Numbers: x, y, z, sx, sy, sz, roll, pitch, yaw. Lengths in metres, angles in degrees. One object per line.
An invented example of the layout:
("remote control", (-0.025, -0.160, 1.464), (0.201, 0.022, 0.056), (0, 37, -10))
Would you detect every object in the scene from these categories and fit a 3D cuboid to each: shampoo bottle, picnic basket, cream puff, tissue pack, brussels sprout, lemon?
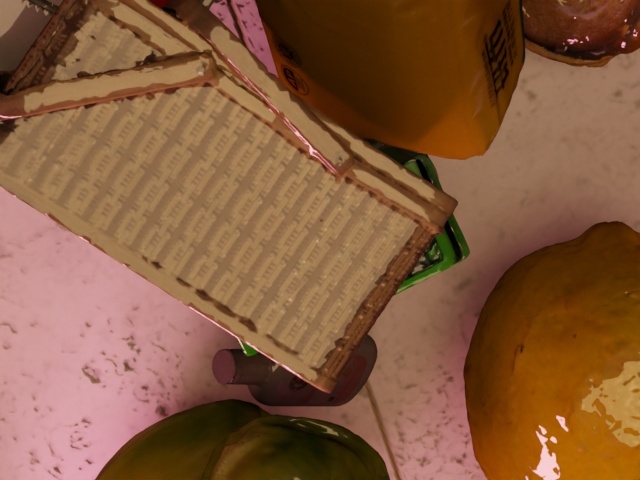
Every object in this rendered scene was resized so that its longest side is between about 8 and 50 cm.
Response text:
("shampoo bottle", (-0.024, 0.113, 1.452), (0.165, 0.040, 0.080), (6, 124, -45))
("picnic basket", (-0.083, -0.061, 1.164), (0.313, 0.228, 0.175), (33, 92, -12))
("cream puff", (0.235, -0.239, 1.415), (0.189, 0.129, 0.189), (12, 116, 25))
("tissue pack", (0.047, -0.197, 1.247), (0.192, 0.271, 0.134), (17, 62, 23))
("brussels sprout", (-0.077, 0.260, 1.402), (0.294, 0.259, 0.227), (-31, 106, -5))
("lemon", (0.252, 0.132, 1.442), (0.260, 0.260, 0.284), (8, 117, -12))

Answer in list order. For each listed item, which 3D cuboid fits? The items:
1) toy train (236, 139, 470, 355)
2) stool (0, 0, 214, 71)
("toy train", (0.000, 0.000, 1.398), (0.243, 0.188, 0.132), (-26, 105, -3))
("stool", (-0.210, -0.237, 1.317), (0.243, 0.170, 0.270), (29, 95, -16))
